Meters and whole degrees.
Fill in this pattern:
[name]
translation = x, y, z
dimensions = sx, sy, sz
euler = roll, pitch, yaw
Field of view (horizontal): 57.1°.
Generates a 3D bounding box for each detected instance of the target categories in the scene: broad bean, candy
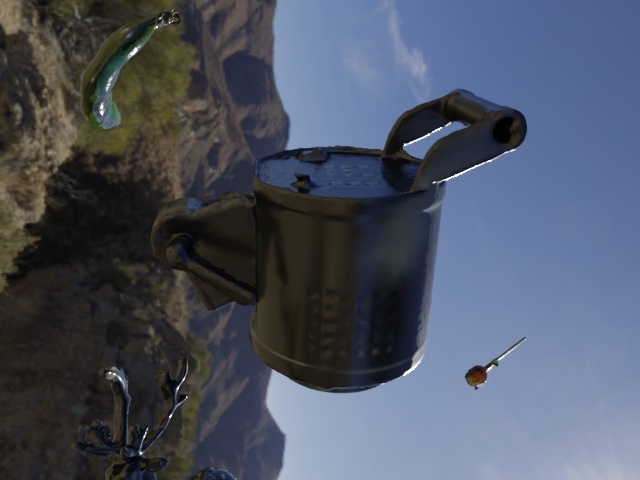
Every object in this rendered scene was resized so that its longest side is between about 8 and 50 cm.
[broad bean]
translation = -0.338, -0.265, 0.978
dimensions = 0.049, 0.144, 0.292
euler = 49, -51, 2
[candy]
translation = 0.397, 0.273, 1.330
dimensions = 0.184, 0.049, 0.055
euler = -49, -168, 31

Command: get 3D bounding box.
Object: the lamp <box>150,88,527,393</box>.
[lamp]
translation = 0.034, 0.025, 0.645
dimensions = 0.205, 0.374, 0.272
euler = -105, 177, -67

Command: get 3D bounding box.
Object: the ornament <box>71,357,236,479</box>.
[ornament]
translation = -0.151, 0.222, 0.596
dimensions = 0.202, 0.080, 0.235
euler = -27, 109, -64
